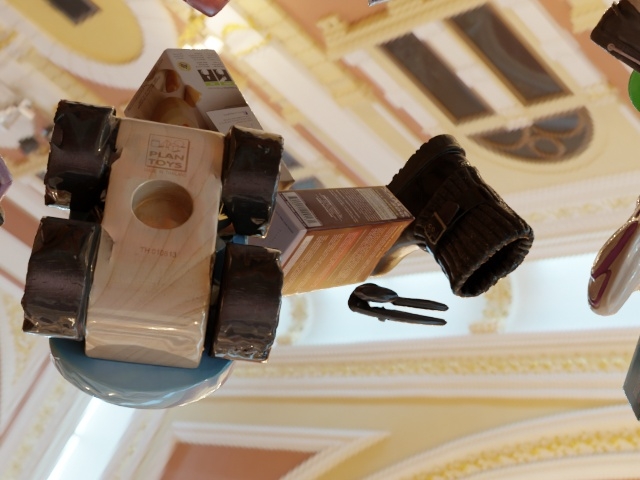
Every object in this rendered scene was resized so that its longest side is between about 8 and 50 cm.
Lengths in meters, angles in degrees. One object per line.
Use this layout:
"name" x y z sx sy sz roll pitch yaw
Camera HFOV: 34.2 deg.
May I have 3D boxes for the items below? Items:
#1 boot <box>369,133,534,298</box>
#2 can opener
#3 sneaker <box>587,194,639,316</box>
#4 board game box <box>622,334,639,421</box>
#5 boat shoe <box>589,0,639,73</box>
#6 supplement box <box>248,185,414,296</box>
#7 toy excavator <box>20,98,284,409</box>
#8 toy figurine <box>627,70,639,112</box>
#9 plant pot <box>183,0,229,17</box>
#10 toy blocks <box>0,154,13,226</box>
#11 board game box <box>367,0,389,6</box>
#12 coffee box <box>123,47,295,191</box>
"boot" 0.196 0.014 1.837 0.260 0.131 0.348 58 -49 28
"can opener" 0.131 0.113 1.725 0.073 0.186 0.059 17 -90 67
"sneaker" 0.508 0.016 1.536 0.305 0.152 0.114 -46 175 -28
"board game box" 0.526 0.096 1.108 0.079 0.335 0.254 -86 -173 -68
"boat shoe" 0.562 -0.245 1.624 0.095 0.335 0.112 -44 -175 25
"supplement box" 0.000 0.000 1.333 0.073 0.239 0.130 51 -58 24
"toy excavator" -0.186 0.025 1.144 0.445 0.222 0.433 111 -16 -51
"toy figurine" 0.629 -0.295 1.818 0.159 0.173 0.130 -62 162 -54
"plant pot" -0.142 -0.383 1.198 0.191 0.174 0.191 -46 -158 25
"toy blocks" -0.566 -0.188 1.306 0.309 0.288 0.260 43 -51 42
"board game box" 0.166 -0.436 1.447 0.243 0.165 0.042 -15 -175 -5
"coffee box" -0.163 -0.136 1.483 0.141 0.098 0.247 -48 -115 37
